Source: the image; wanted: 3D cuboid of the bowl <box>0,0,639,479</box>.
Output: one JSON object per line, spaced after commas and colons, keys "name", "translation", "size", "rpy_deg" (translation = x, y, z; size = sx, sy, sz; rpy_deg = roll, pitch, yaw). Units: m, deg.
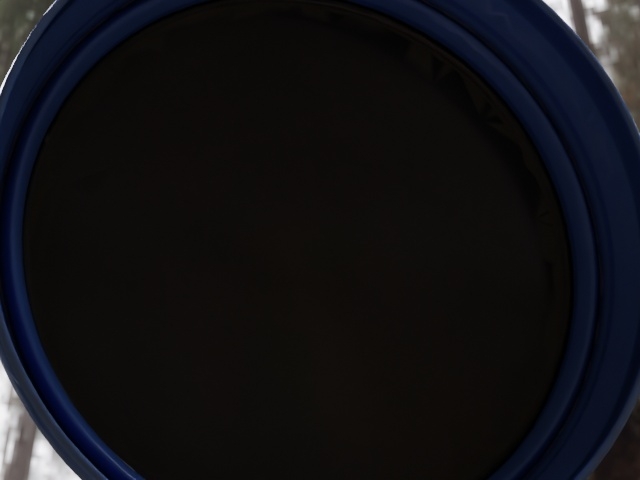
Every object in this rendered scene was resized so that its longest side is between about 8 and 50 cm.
{"name": "bowl", "translation": [0.000, 0.000, 1.069], "size": [0.391, 0.391, 0.077], "rpy_deg": [14, -20, -11]}
